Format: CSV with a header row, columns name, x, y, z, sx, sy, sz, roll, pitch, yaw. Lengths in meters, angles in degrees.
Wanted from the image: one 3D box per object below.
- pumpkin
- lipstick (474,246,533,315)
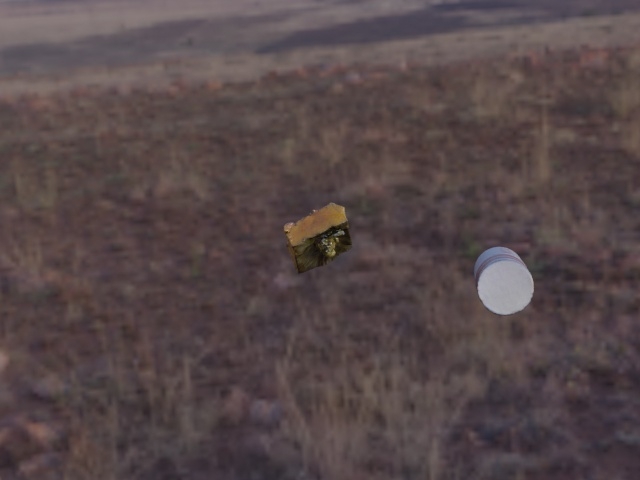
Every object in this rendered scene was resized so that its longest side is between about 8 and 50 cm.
name,x,y,z,sx,sy,sz,roll,pitch,yaw
pumpkin,0.000,0.000,1.717,0.083,0.074,0.054,-27,59,-6
lipstick,0.127,0.027,0.980,0.038,0.038,0.131,-3,3,5
